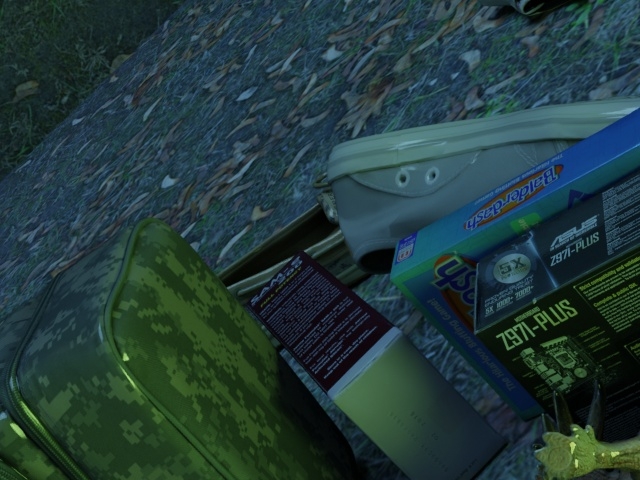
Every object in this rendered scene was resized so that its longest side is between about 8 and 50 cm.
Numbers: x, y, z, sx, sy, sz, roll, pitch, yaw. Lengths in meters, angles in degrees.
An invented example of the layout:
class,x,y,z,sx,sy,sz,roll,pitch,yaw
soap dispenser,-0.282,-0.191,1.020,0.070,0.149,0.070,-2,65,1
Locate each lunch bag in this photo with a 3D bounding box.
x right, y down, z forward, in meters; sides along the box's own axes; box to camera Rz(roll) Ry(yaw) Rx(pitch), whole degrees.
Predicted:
class,x,y,z,sx,sy,sz,roll,pitch,yaw
lunch bag,-0.145,0.181,0.981,0.256,0.305,0.212,-32,22,19

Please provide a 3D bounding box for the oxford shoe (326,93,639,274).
class,x,y,z,sx,sy,sz,roll,pitch,yaw
oxford shoe,0.187,-0.042,1.051,0.449,0.169,0.130,-8,84,44

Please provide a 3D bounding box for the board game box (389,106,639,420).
class,x,y,z,sx,sy,sz,roll,pitch,yaw
board game box,0.178,0.021,0.889,0.210,0.160,0.047,-31,26,31

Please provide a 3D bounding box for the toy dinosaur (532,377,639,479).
class,x,y,z,sx,sy,sz,roll,pitch,yaw
toy dinosaur,0.223,0.113,0.718,0.295,0.127,0.200,-27,-4,7

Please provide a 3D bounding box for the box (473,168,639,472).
class,x,y,z,sx,sy,sz,roll,pitch,yaw
box,0.209,0.042,0.814,0.180,0.147,0.077,-32,25,28

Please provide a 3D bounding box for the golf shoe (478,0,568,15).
class,x,y,z,sx,sy,sz,roll,pitch,yaw
golf shoe,0.229,-0.289,1.476,0.186,0.067,0.086,-6,45,56

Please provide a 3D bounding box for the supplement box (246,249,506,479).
class,x,y,z,sx,sy,sz,roll,pitch,yaw
supplement box,0.035,0.100,1.032,0.073,0.130,0.239,-45,23,-4

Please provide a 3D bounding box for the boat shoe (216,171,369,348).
class,x,y,z,sx,sy,sz,roll,pitch,yaw
boat shoe,0.000,0.000,1.322,0.285,0.089,0.104,-44,22,0
